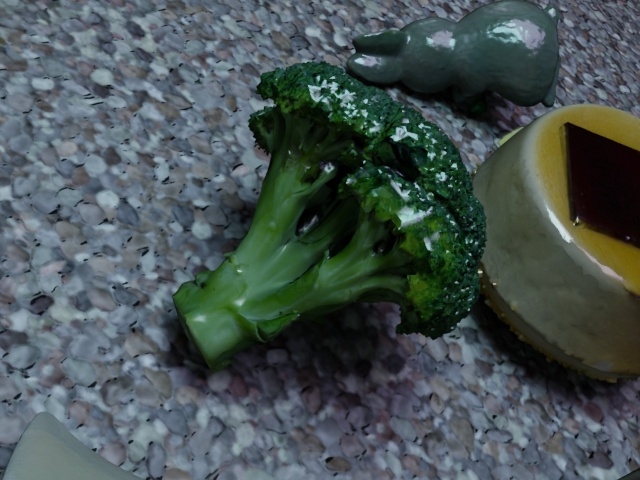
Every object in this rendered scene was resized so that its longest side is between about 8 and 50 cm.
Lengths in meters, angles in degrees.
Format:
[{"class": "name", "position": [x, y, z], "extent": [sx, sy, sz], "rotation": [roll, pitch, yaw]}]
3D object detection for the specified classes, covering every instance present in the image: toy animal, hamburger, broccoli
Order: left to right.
[{"class": "broccoli", "position": [0.000, 0.000, 0.730], "extent": [0.269, 0.269, 0.254], "rotation": [-22, 64, -41]}, {"class": "toy animal", "position": [0.152, -0.223, 1.055], "extent": [0.251, 0.125, 0.127], "rotation": [4, 79, -9]}, {"class": "hamburger", "position": [0.280, 0.004, 0.913], "extent": [0.302, 0.170, 0.302], "rotation": [13, 53, -18]}]

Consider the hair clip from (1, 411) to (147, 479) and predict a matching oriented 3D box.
[{"class": "hair clip", "position": [-0.138, 0.226, 0.520], "extent": [0.172, 0.113, 0.282], "rotation": [28, 45, -10]}]

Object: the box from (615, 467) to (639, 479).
[{"class": "box", "position": [0.338, 0.276, 0.661], "extent": [0.216, 0.301, 0.301], "rotation": [-8, 60, -45]}]
